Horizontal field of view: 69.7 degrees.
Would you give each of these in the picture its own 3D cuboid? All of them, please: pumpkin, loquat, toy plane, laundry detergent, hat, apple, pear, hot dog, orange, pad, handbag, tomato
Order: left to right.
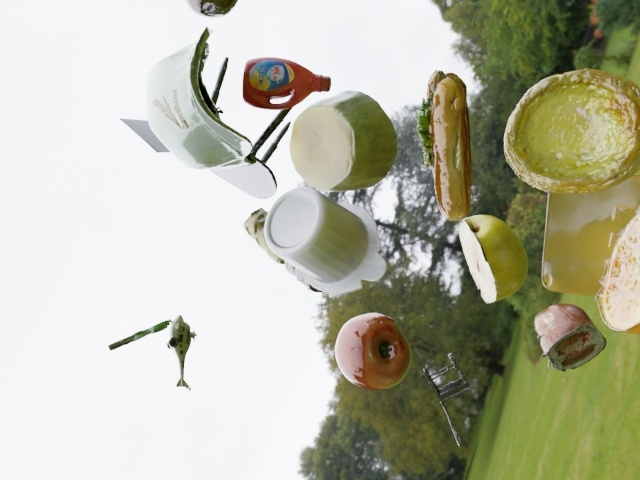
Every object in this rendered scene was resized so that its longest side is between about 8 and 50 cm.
[{"bbox_3d":[-0.514,-0.341,1.501,0.006,0.170,0.245,-50,-6,21],"label":"pad"},{"bbox_3d":[-0.517,0.417,1.715,0.092,0.108,0.286,138,131,-59],"label":"toy plane"},{"bbox_3d":[-0.231,-0.232,0.826,0.301,0.168,0.257,-148,35,-75],"label":"hat"},{"bbox_3d":[-0.308,-0.701,1.289,0.152,0.195,0.152,19,-120,-38],"label":"loquat"},{"bbox_3d":[-0.063,-0.294,0.868,0.049,0.165,0.097,-26,-57,-80],"label":"laundry detergent"},{"bbox_3d":[0.059,-0.304,1.483,0.199,0.332,0.332,-30,-45,-49],"label":"pumpkin"},{"bbox_3d":[0.236,0.488,2.028,0.348,0.348,0.277,-59,9,-29],"label":"apple"},{"bbox_3d":[0.270,-0.202,0.992,0.135,0.100,0.337,-61,-37,-51],"label":"hot dog"},{"bbox_3d":[0.702,0.053,1.834,0.340,0.191,0.386,-107,-4,-45],"label":"pear"},{"bbox_3d":[0.723,0.274,1.377,0.214,0.181,0.155,48,-162,-37],"label":"tomato"},{"bbox_3d":[0.872,-0.018,1.454,0.133,0.283,0.400,-25,-61,-48],"label":"handbag"},{"bbox_3d":[0.605,0.030,0.778,0.274,0.274,0.310,-59,-46,-28],"label":"orange"}]

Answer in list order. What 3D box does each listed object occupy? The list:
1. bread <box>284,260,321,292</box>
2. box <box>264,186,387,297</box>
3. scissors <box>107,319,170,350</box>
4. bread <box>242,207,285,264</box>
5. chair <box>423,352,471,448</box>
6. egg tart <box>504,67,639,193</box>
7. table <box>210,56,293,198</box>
[{"bbox_3d":[-0.008,0.057,1.539,0.247,0.135,0.232,20,-100,-34],"label":"bread"},{"bbox_3d":[0.000,0.000,1.131,0.206,0.291,0.262,30,-87,-49],"label":"box"},{"bbox_3d":[-0.616,0.324,1.566,0.204,0.027,0.101,-21,-12,-33],"label":"scissors"},{"bbox_3d":[-0.181,-0.008,1.857,0.152,0.268,0.130,-29,-34,-28],"label":"bread"},{"bbox_3d":[0.388,0.454,1.314,0.113,0.229,0.106,-30,-14,8],"label":"chair"},{"bbox_3d":[0.569,-0.235,1.027,0.123,0.294,0.294,-4,-69,-63],"label":"egg tart"},{"bbox_3d":[-0.162,-0.287,1.163,0.249,0.317,0.317,-62,-22,-13],"label":"table"}]
